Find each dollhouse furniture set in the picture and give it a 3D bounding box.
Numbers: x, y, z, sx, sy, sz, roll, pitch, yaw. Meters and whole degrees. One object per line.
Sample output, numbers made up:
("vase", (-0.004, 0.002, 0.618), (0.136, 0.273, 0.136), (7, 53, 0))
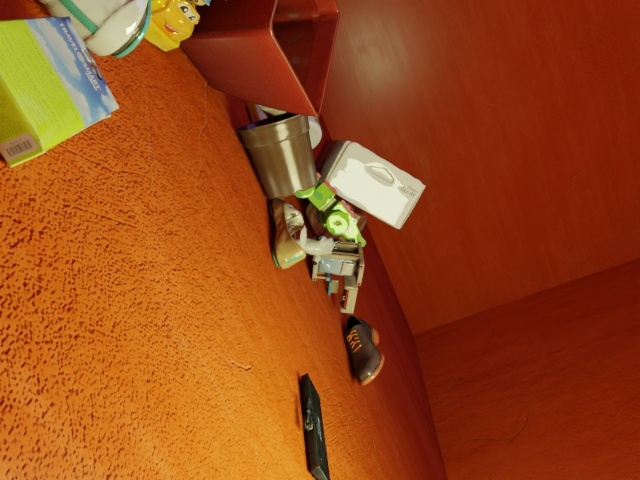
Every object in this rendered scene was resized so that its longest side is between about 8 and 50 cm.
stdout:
("dollhouse furniture set", (0.037, 0.107, 1.498), (0.129, 0.129, 0.184), (-90, -173, -63))

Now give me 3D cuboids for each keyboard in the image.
("keyboard", (-0.015, 0.317, 0.968), (0.180, 0.023, 0.108), (-101, 173, -48))

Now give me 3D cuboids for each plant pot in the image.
("plant pot", (-0.087, -0.191, 1.266), (0.167, 0.166, 0.165), (-82, 158, -71))
("plant pot", (-0.127, -0.422, 1.103), (0.267, 0.235, 0.267), (49, 48, -62))

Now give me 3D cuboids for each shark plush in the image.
("shark plush", (0.000, 0.000, 1.415), (0.161, 0.067, 0.073), (-28, 129, -50))

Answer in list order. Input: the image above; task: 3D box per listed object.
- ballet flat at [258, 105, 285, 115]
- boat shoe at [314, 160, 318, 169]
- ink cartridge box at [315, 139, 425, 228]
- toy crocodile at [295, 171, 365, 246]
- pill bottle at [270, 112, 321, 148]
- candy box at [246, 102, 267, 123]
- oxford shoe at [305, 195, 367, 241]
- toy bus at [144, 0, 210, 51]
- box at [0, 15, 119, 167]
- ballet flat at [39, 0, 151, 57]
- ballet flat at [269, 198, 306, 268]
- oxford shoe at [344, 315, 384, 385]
("ballet flat", (-0.169, -0.414, 1.519), (0.086, 0.086, 0.248), (-101, 165, -45))
("boat shoe", (-0.055, -0.230, 1.717), (0.226, 0.075, 0.083), (-59, 128, -78))
("ink cartridge box", (0.129, -0.191, 1.809), (0.279, 0.161, 0.385), (28, 5, -11))
("toy crocodile", (0.008, -0.114, 1.537), (0.340, 0.105, 0.115), (47, 0, -11))
("pill bottle", (-0.085, -0.394, 1.711), (0.136, 0.136, 0.246), (55, 17, -55))
("candy box", (-0.137, -0.249, 1.451), (0.105, 0.027, 0.206), (47, 24, -74))
("oxford shoe", (0.021, -0.081, 1.797), (0.146, 0.141, 0.397), (39, 6, 19))
("toy bus", (-0.203, -0.440, 0.900), (0.149, 0.211, 0.221), (36, 48, -75))
("box", (-0.258, -0.147, 0.524), (0.178, 0.042, 0.109), (-88, 156, -66))
("ballet flat", (-0.286, -0.398, 0.703), (0.139, 0.139, 0.401), (55, 18, -56))
("ballet flat", (-0.066, -0.025, 1.239), (0.232, 0.073, 0.080), (-100, 166, -50))
("oxford shoe", (0.103, 0.293, 1.523), (0.098, 0.097, 0.271), (46, 11, -13))
